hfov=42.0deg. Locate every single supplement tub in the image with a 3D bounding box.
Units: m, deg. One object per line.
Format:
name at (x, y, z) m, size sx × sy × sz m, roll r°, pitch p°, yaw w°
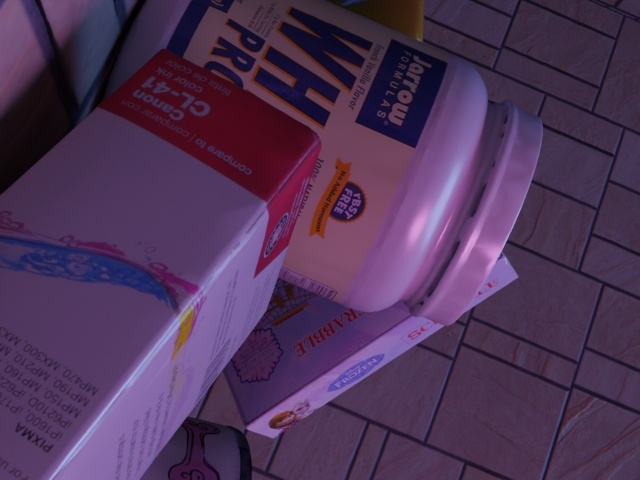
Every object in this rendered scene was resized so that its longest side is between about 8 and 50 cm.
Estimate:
supplement tub at (-0.002, -0.080, 0.722) m, size 0.235 × 0.325 × 0.235 m, roll -157°, pitch -90°, yaw -89°

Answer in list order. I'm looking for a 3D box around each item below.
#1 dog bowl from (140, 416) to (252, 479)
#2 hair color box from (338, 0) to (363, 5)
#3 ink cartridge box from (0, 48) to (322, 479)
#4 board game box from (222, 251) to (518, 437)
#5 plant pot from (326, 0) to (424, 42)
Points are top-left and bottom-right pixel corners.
dog bowl at (-0.234, 0.330, 0.784) m, size 0.408 × 0.150 × 0.408 m, roll -52°, pitch -165°, yaw 21°
hair color box at (0.110, -0.356, 0.814) m, size 0.114 × 0.185 × 0.374 m, roll -19°, pitch -170°, yaw 35°
ink cartridge box at (-0.142, 0.065, 0.512) m, size 0.306 × 0.131 × 0.226 m, roll -52°, pitch 171°, yaw -37°
board game box at (0.000, 0.000, 0.933) m, size 0.319 × 0.318 × 0.066 m, roll -35°, pitch 146°, yaw 10°
plant pot at (0.023, -0.324, 0.996) m, size 0.212 × 0.212 × 0.187 m, roll -77°, pitch 176°, yaw -85°
